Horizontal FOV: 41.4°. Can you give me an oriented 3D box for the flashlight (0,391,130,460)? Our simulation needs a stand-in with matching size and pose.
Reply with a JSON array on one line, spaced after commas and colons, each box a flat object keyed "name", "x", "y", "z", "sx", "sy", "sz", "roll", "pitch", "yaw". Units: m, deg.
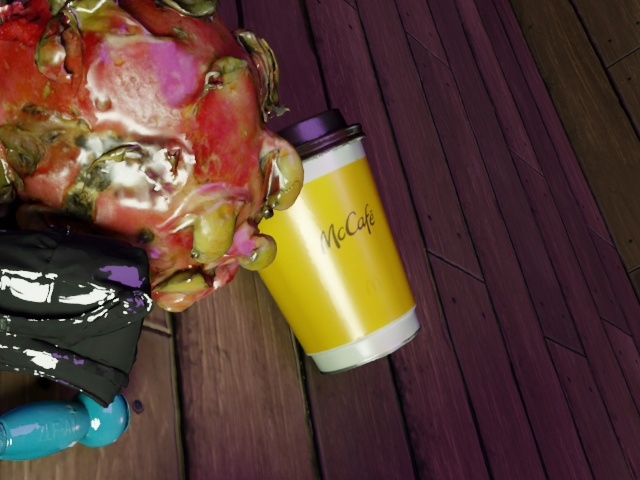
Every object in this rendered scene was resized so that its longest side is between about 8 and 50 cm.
[{"name": "flashlight", "x": -0.200, "y": 0.139, "z": 0.640, "sx": 0.129, "sy": 0.051, "sz": 0.051, "roll": 2, "pitch": 60, "yaw": -58}]

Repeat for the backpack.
[{"name": "backpack", "x": -0.209, "y": 0.043, "z": 0.627, "sx": 0.165, "sy": 0.120, "sz": 0.105, "roll": 19, "pitch": 33, "yaw": -10}]

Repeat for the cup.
[{"name": "cup", "x": 0.000, "y": 0.000, "z": 0.963, "sx": 0.196, "sy": 0.196, "sz": 0.279, "roll": -29, "pitch": 95, "yaw": -61}]

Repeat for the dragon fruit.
[{"name": "dragon fruit", "x": -0.146, "y": -0.085, "z": 0.743, "sx": 0.250, "sy": 0.269, "sz": 0.291, "roll": -25, "pitch": 81, "yaw": -52}]
